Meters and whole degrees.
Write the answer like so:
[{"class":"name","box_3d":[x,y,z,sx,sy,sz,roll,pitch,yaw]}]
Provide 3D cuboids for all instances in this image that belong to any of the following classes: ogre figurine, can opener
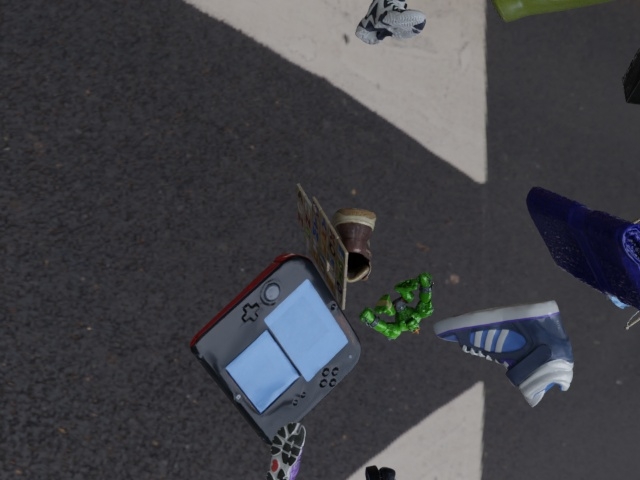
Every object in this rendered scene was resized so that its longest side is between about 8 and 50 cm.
[{"class":"ogre figurine","box_3d":[0.206,0.170,1.980,0.197,0.097,0.118,-43,122,-18]},{"class":"can opener","box_3d":[0.151,0.575,1.775,0.073,0.186,0.059,-11,121,-7]}]

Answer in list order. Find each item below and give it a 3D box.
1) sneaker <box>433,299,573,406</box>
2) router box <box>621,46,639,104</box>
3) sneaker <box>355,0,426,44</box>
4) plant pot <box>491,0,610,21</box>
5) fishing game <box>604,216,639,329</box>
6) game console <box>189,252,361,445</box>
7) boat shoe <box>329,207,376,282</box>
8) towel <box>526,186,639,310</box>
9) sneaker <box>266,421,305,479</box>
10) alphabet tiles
[{"class":"sneaker","box_3d":[0.422,0.274,1.843,0.130,0.323,0.236,-5,82,-53]},{"class":"router box","box_3d":[0.422,-0.212,0.847,0.179,0.133,0.046,100,-3,-58]},{"class":"sneaker","box_3d":[0.200,-0.611,2.101,0.094,0.235,0.153,26,76,-28]},{"class":"plant pot","box_3d":[0.442,-0.553,1.372,0.366,0.353,0.366,48,31,-42]},{"class":"fishing game","box_3d":[0.739,0.074,1.892,0.189,0.041,0.264,-31,116,-19]},{"class":"game console","box_3d":[-0.087,0.254,1.870,0.342,0.060,0.386,-45,125,-21]},{"class":"boat shoe","box_3d":[0.062,0.038,1.833,0.123,0.342,0.123,5,71,-6]},{"class":"towel","box_3d":[0.537,0.011,1.529,0.076,0.308,0.227,-37,116,-7]},{"class":"sneaker","box_3d":[-0.070,0.458,1.695,0.071,0.068,0.169,-17,128,-65]},{"class":"alphabet tiles","box_3d":[0.000,0.000,1.650,0.009,0.237,0.198,-20,145,-15]}]
